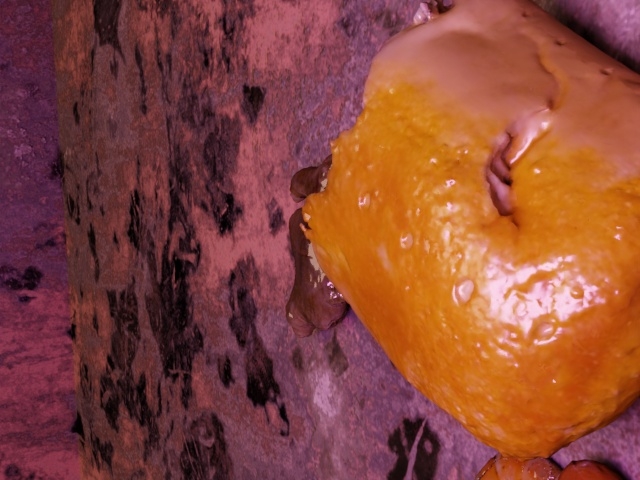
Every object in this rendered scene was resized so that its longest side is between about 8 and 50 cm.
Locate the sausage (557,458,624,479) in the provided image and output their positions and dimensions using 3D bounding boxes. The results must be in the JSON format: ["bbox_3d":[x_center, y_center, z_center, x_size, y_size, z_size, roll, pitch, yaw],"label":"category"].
[{"bbox_3d":[0.286,0.285,0.914,0.197,0.076,0.076,59,141,42],"label":"sausage"}]

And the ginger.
[{"bbox_3d":[0.000,0.002,1.389,0.166,0.080,0.333,28,122,44],"label":"ginger"}]

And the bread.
[{"bbox_3d":[0.164,-0.005,0.910,0.394,0.250,0.361,54,139,42],"label":"bread"}]

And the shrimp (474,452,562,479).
[{"bbox_3d":[0.216,0.375,1.067,0.222,0.054,0.290,48,126,48],"label":"shrimp"}]
